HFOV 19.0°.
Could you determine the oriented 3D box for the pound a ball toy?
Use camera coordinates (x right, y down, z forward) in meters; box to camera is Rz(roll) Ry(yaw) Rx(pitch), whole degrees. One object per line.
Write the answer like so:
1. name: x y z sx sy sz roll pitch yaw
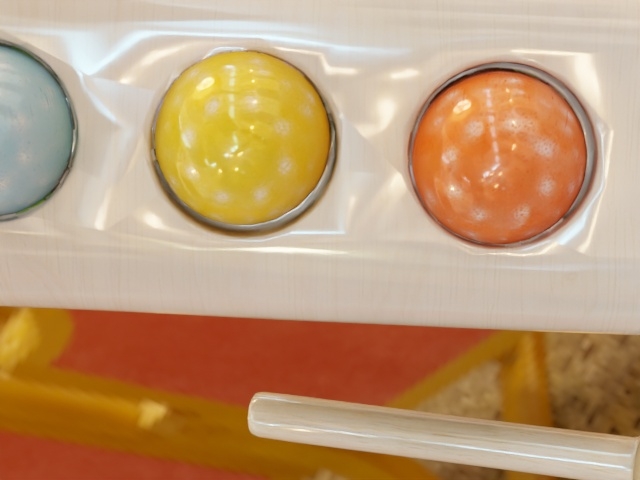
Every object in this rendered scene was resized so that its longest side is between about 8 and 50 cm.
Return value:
1. pound a ball toy: 0.000 0.000 0.631 0.136 0.319 0.208 -78 -9 -77
